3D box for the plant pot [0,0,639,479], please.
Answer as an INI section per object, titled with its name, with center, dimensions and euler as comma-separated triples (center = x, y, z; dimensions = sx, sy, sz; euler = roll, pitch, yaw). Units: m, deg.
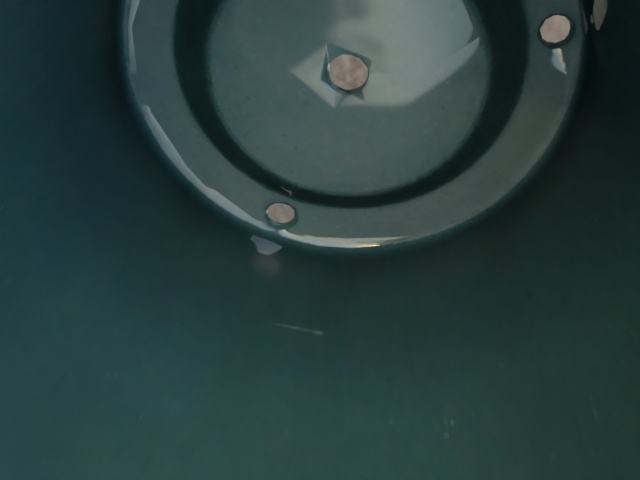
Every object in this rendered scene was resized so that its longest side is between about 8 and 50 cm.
[plant pot]
center = 0.000, 0.000, 0.304
dimensions = 0.255, 0.271, 0.272
euler = -84, 166, -57
